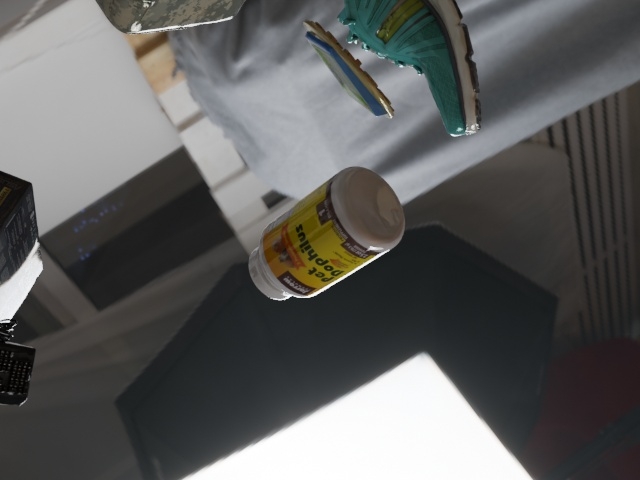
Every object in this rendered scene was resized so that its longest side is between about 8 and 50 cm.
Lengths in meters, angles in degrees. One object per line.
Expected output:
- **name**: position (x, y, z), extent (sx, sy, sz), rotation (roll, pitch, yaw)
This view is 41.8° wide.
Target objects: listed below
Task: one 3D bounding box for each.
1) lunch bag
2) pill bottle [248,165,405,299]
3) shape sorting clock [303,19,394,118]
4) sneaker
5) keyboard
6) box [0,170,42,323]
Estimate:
- **lunch bag**: position (-0.238, -0.525, 1.454), extent (0.256, 0.305, 0.212), rotation (-43, 73, 47)
- **pill bottle**: position (0.000, 0.000, 1.096), extent (0.215, 0.117, 0.117), rotation (-34, 90, 41)
- **shape sorting clock**: position (0.047, -0.273, 1.331), extent (0.206, 0.040, 0.206), rotation (50, -179, -2)
- **sneaker**: position (0.076, -0.220, 0.824), extent (0.275, 0.110, 0.107), rotation (62, -170, 1)
- **keyboard**: position (-0.380, 0.128, 0.923), extent (0.192, 0.038, 0.100), rotation (29, -120, -63)
- **box**: position (-0.449, 0.044, 1.128), extent (0.059, 0.183, 0.232), rotation (20, 146, 0)
